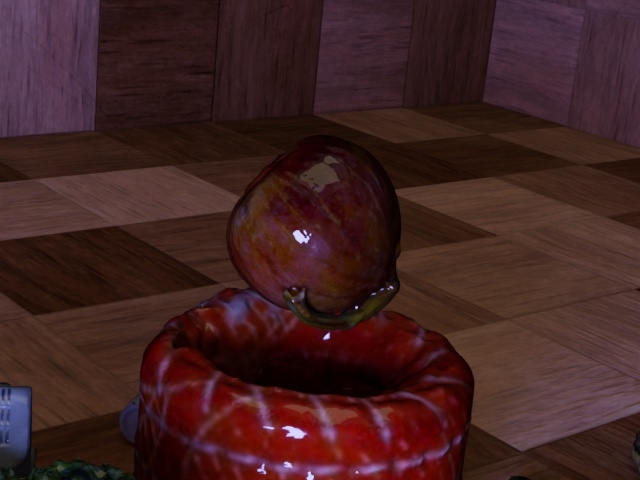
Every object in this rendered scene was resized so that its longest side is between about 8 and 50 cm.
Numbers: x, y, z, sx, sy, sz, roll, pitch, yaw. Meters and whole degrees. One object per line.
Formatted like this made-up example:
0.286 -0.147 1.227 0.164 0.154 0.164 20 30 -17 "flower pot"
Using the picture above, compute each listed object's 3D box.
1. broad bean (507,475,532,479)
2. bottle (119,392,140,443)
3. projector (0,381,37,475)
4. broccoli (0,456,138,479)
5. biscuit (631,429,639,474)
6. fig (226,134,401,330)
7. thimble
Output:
0.268 0.323 1.304 0.144 0.049 0.292 5 18 3 "broad bean"
-0.188 0.188 1.569 0.060 0.060 0.217 9 18 10 "bottle"
-0.367 0.211 1.161 0.198 0.108 0.250 2 -27 -12 "projector"
-0.205 0.287 0.918 0.308 0.275 0.308 24 42 -23 "broccoli"
0.503 0.298 1.478 0.273 0.036 0.187 12 18 17 "biscuit"
0.000 -0.001 1.295 0.205 0.205 0.205 5 18 -2 "fig"
-0.017 0.206 1.291 0.350 0.230 0.350 6 17 -2 "thimble"
